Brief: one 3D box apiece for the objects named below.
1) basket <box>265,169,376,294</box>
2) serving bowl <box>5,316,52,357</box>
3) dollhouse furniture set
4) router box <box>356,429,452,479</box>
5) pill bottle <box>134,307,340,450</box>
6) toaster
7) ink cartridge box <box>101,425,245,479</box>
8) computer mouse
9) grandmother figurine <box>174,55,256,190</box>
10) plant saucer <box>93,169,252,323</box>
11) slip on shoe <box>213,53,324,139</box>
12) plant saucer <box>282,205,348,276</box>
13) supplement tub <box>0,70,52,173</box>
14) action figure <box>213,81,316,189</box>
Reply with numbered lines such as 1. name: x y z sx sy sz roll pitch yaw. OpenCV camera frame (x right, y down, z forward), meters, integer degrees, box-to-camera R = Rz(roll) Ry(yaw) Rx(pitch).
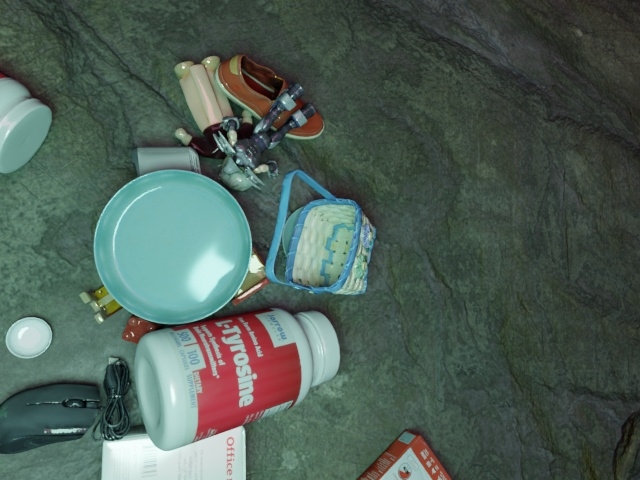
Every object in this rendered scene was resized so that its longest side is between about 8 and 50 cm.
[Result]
1. basket: 0.000 0.000 1.084 0.288 0.201 0.255 23 72 -43
2. serving bowl: -0.611 0.205 0.975 0.083 0.027 0.084 4 78 -20
3. dollhouse furniture set: -0.310 0.100 1.068 0.374 0.152 0.201 -33 93 -5
4. router box: 0.225 0.721 1.170 0.301 0.082 0.336 -37 94 -22
5. pill bottle: -0.166 0.273 1.002 0.407 0.229 0.229 -7 83 -36
6. toaster: -0.343 -0.114 1.065 0.146 0.129 0.227 -9 75 -12
7. ink cartridge box: -0.310 0.503 0.987 0.282 0.117 0.208 2 80 -20
8. computer mouse: -0.528 0.332 0.924 0.271 0.072 0.189 -11 41 -14
9. grandmother figurine: -0.258 -0.281 1.161 0.207 0.104 0.343 -23 86 -14
10. plant saucer: -0.303 0.013 0.970 0.317 0.043 0.318 0 90 -6
11. slip on shoe: -0.112 -0.362 1.195 0.331 0.101 0.123 26 61 -35
12. plant saucer: -0.013 0.003 1.234 0.194 0.037 0.195 4 78 -20
13. supplement tub: -0.722 -0.280 0.932 0.272 0.191 0.191 32 71 -12
14. action figure: -0.136 -0.246 1.109 0.285 0.099 0.185 -46 122 -14
